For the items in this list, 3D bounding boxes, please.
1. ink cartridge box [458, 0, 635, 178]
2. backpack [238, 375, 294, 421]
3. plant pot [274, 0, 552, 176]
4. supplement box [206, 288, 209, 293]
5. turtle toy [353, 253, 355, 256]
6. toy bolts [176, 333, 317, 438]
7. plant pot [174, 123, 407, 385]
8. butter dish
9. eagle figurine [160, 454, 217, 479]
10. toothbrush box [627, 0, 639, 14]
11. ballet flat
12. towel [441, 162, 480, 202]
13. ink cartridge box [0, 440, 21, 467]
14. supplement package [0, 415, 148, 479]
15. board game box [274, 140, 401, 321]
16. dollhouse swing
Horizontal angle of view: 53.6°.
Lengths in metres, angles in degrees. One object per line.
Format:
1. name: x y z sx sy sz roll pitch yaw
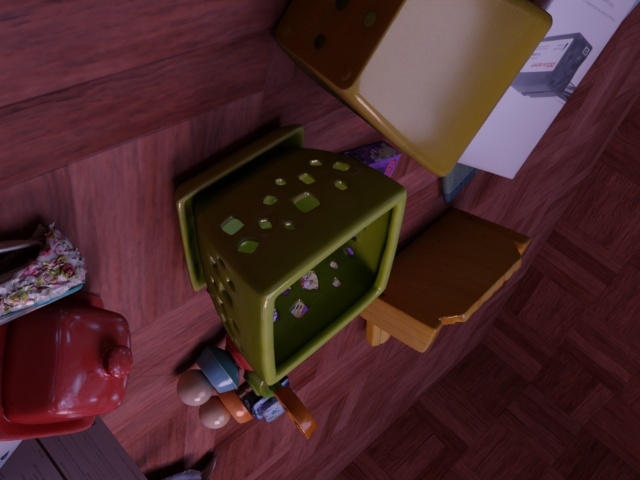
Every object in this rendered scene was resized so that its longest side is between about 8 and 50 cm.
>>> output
1. ink cartridge box: 0.235 -0.271 0.825 0.129 0.223 0.307 12 120 -33
2. backpack: -0.109 0.333 1.347 0.105 0.084 0.114 -37 157 -21
3. plant pot: 0.081 -0.227 0.702 0.187 0.212 0.212 10 119 -50
4. supplement box: -0.111 0.065 0.939 0.056 0.083 0.083 -15 140 -52
5. turtle toy: 0.091 0.014 1.233 0.130 0.066 0.095 -43 156 -15
6. toy bolts: -0.139 0.273 1.093 0.159 0.218 0.228 -36 136 -14
7. plant pot: -0.051 0.004 0.798 0.227 0.207 0.228 -36 154 -26
8. butter dish: -0.256 0.130 0.679 0.160 0.118 0.160 26 62 -66
9. eagle figurine: -0.294 0.584 1.315 0.298 0.225 0.226 8 85 -34
10. toothbrush box: 0.400 -0.373 1.015 0.295 0.126 0.216 -48 -177 1
11. ballet flat: -0.330 0.052 0.572 0.241 0.091 0.077 -33 122 -41
12. towel: 0.341 -0.249 1.309 0.271 0.040 0.370 -44 158 -8
13. ink cartridge box: -0.382 0.201 0.699 0.150 0.063 0.109 -51 156 5
14. supplement package: -0.392 0.368 0.793 0.293 0.175 0.177 -24 147 -44
15. board game box: 0.000 0.000 1.084 0.208 0.056 0.346 -18 142 -43
16. dollhouse swing: 0.296 0.152 1.551 0.347 0.315 0.304 -37 134 -26
